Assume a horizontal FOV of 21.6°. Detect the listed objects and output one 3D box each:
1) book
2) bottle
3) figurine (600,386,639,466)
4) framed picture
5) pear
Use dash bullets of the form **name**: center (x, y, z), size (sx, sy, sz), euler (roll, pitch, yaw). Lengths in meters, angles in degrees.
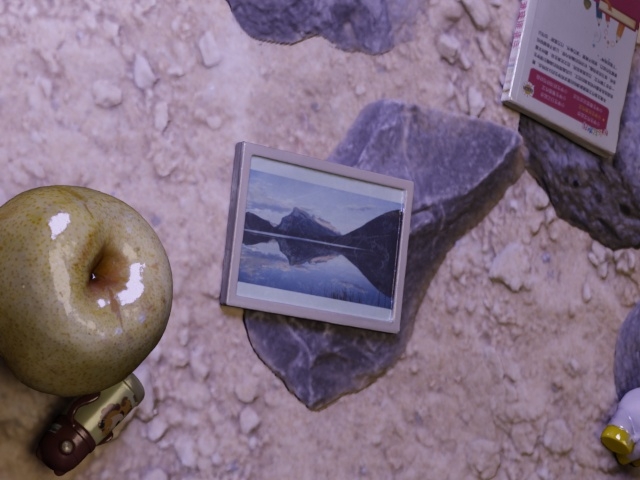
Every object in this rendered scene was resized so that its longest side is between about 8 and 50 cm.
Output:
- **book**: center (0.272, -0.222, 1.761), size (0.162, 0.022, 0.232), euler (23, 74, -33)
- **bottle**: center (-0.188, 0.148, 1.360), size (0.101, 0.047, 0.063), euler (-50, 127, -28)
- **figurine**: center (0.376, 0.205, 1.726), size (0.109, 0.178, 0.130), euler (20, 103, -31)
- **framed picture**: center (0.000, 0.000, 1.537), size (0.203, 0.015, 0.150), euler (12, 80, -37)
- **pear**: center (-0.198, 0.036, 1.305), size (0.167, 0.136, 0.167), euler (7, 80, -38)
